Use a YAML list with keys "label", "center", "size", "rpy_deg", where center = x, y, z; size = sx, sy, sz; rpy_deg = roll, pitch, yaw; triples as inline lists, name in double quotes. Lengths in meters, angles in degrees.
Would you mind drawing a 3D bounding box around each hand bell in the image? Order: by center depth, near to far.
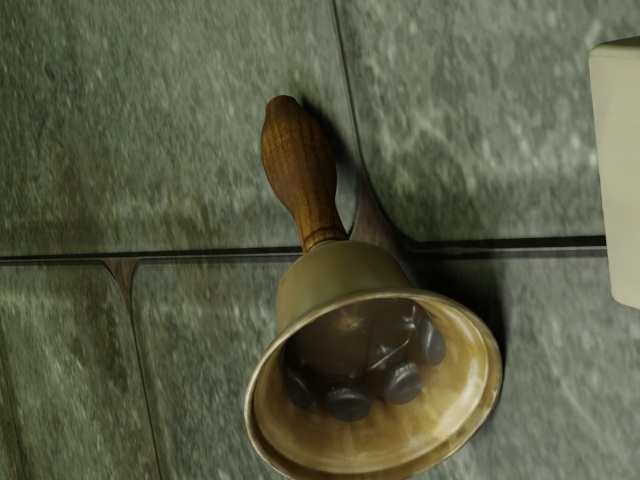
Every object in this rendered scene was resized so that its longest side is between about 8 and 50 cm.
- label: "hand bell"
  center: [0.000, 0.000, 1.005]
  size: [0.242, 0.126, 0.126]
  rpy_deg: [-109, 20, -49]

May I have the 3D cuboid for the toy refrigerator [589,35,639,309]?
- label: "toy refrigerator"
  center: [0.186, -0.009, 0.510]
  size: [0.269, 0.102, 0.094]
  rpy_deg: [-164, 65, -65]
